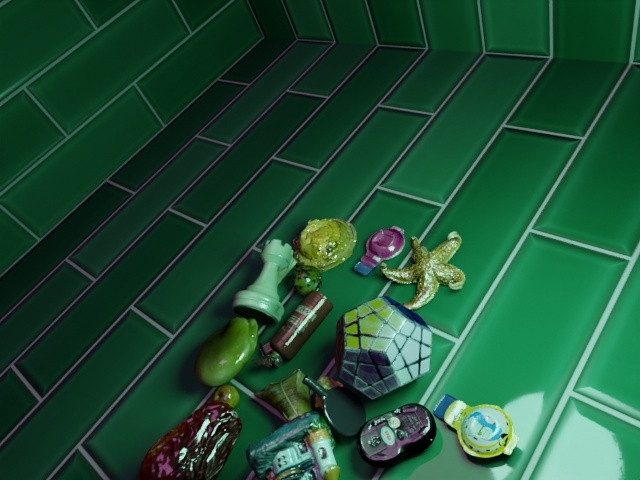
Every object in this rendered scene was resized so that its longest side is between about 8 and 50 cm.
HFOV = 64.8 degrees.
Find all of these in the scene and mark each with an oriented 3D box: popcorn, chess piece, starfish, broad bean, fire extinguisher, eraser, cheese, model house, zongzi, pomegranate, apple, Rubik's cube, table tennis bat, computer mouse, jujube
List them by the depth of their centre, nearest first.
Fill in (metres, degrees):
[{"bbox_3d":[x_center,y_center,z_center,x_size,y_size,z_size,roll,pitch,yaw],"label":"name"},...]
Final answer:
[{"bbox_3d":[0.425,0.510,1.403,0.156,0.064,0.250,-48,36,-20],"label":"cheese"},{"bbox_3d":[-0.046,0.674,1.406,0.253,0.184,0.291,-26,49,-4],"label":"model house"},{"bbox_3d":[0.218,0.559,1.435,0.233,0.096,0.137,-23,50,-1],"label":"computer mouse"},{"bbox_3d":[0.043,0.487,1.518,0.027,0.236,0.150,-49,3,39],"label":"table tennis bat"},{"bbox_3d":[0.186,0.322,1.538,0.319,0.319,0.264,40,102,43],"label":"Rubik's cube"},{"bbox_3d":[-0.397,0.654,1.570,0.216,0.216,0.342,24,58,38],"label":"jujube"},{"bbox_3d":[0.032,0.490,1.594,0.097,0.089,0.109,-9,47,-38],"label":"popcorn"},{"bbox_3d":[-0.123,0.542,1.612,0.205,0.094,0.204,-23,45,11],"label":"zongzi"},{"bbox_3d":[-0.321,0.538,1.719,0.090,0.074,0.089,-15,47,16],"label":"apple"},{"bbox_3d":[-0.104,0.315,1.764,0.107,0.147,0.337,15,57,49],"label":"fire extinguisher"},{"bbox_3d":[0.360,0.091,1.779,0.304,0.113,0.311,-14,49,13],"label":"starfish"},{"bbox_3d":[-0.335,0.396,1.810,0.238,0.119,0.291,-1,43,43],"label":"broad bean"},{"bbox_3d":[-0.177,0.384,1.827,0.083,0.019,0.038,-33,46,-6],"label":"eraser"},{"bbox_3d":[-0.199,0.150,1.907,0.195,0.194,0.298,2,58,27],"label":"chess piece"},{"bbox_3d":[0.227,0.038,1.918,0.155,0.062,0.244,27,67,40],"label":"cheese"},{"bbox_3d":[-0.062,0.157,1.921,0.162,0.122,0.122,-29,36,43],"label":"pomegranate"}]

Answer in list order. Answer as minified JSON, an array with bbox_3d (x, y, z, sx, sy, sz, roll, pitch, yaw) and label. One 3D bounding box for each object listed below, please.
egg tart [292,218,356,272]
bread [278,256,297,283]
[{"bbox_3d":[0.000,0.000,2.027,0.291,0.107,0.290,-13,46,14],"label":"egg tart"},{"bbox_3d":[-0.161,0.120,2.021,0.153,0.028,0.068,-50,47,5],"label":"bread"}]
